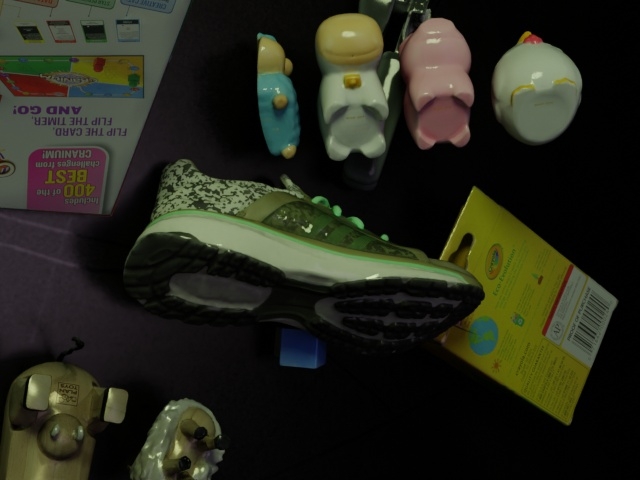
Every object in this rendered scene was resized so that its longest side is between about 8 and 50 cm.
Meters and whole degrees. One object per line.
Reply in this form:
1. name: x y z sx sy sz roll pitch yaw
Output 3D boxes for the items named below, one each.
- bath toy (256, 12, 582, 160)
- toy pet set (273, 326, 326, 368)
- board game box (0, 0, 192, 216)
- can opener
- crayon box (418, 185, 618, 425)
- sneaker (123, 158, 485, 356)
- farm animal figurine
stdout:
1. bath toy: 0.106 -0.176 0.891 0.348 0.129 0.151 -2 128 -4
2. toy pet set: -0.027 0.084 0.928 0.122 0.065 0.114 4 90 -32
3. board game box: -0.249 -0.156 0.660 0.242 0.316 0.064 4 46 -33
4. can opener: 0.072 -0.199 0.987 0.093 0.074 0.280 14 82 3
5. crayon box: 0.245 0.089 1.089 0.318 0.081 0.202 35 74 -29
6. sneaker: 0.000 0.000 0.878 0.410 0.158 0.182 15 49 -25
7. farm animal figurine: -0.283 0.246 0.728 0.330 0.172 0.326 32 63 -21
